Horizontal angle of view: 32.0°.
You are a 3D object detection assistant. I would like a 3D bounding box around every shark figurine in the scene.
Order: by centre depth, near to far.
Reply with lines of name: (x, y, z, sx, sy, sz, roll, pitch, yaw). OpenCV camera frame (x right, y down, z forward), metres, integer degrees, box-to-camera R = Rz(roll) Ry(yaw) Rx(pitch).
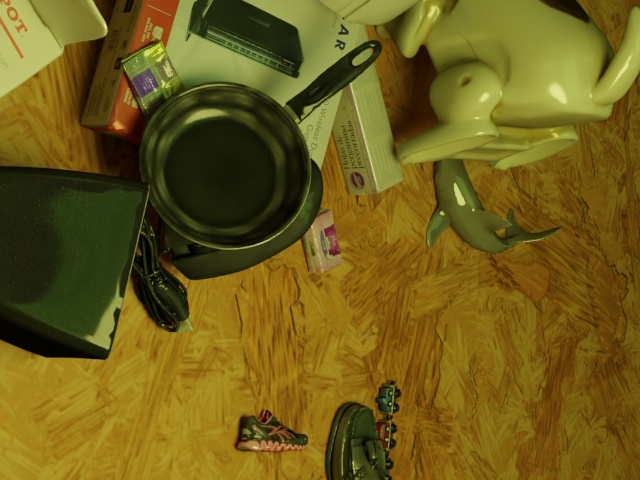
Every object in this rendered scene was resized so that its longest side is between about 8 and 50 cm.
shark figurine: (0.279, -0.027, 1.809, 0.278, 0.116, 0.166, 35, 66, -37)

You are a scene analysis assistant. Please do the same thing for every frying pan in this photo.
frying pan: (-0.081, -0.138, 1.290, 0.197, 0.053, 0.326, 29, 71, -8)

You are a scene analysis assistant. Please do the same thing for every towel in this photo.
towel: (-0.186, -0.178, 1.268, 0.060, 0.009, 0.083, -35, 114, -26)

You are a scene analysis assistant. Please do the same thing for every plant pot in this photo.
plant pot: (-0.310, 0.013, 1.164, 0.167, 0.188, 0.188, 19, 75, -30)

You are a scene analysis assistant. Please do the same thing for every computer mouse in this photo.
computer mouse: (-0.104, -0.008, 1.342, 0.272, 0.072, 0.189, -30, 127, -11)

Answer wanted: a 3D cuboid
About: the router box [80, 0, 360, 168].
router box: (-0.103, -0.252, 1.377, 0.301, 0.082, 0.336, 18, 85, -36)

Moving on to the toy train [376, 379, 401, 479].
toy train: (0.095, 0.288, 1.671, 0.036, 0.027, 0.158, 12, 81, -34)

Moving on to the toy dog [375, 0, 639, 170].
toy dog: (0.251, -0.340, 1.600, 0.284, 0.395, 0.408, -4, 78, -32)

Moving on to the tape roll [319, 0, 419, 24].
tape roll: (0.078, -0.406, 1.341, 0.246, 0.169, 0.246, 20, 58, -36)

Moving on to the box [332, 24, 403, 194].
box: (0.041, -0.227, 1.600, 0.067, 0.063, 0.324, -29, 109, -41)

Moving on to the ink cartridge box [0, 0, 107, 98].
ink cartridge box: (-0.367, -0.212, 0.972, 0.119, 0.353, 0.207, -47, 121, -36)

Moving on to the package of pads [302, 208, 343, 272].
package of pads: (0.000, 0.000, 1.575, 0.050, 0.032, 0.083, -25, 106, -42)

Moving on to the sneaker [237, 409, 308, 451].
sneaker: (-0.061, 0.257, 1.502, 0.119, 0.047, 0.057, 13, 68, -46)

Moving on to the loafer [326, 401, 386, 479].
loafer: (0.063, 0.368, 1.592, 0.096, 0.084, 0.268, 11, 81, -45)
